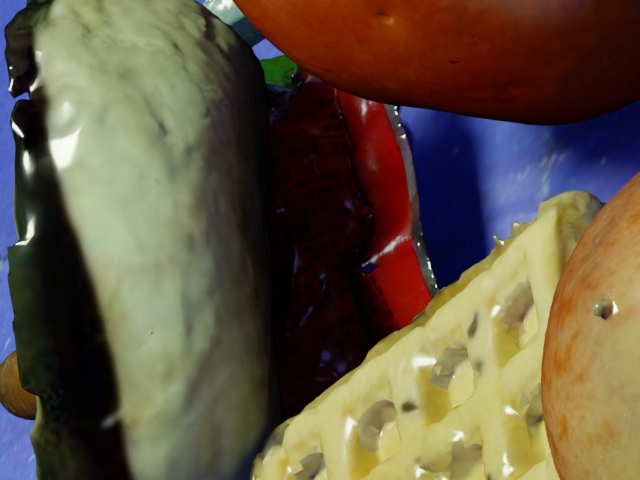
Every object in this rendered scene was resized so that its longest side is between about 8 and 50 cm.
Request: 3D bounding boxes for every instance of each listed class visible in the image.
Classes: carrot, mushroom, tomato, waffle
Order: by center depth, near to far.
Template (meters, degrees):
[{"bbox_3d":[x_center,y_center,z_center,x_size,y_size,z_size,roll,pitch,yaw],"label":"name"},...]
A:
[{"bbox_3d":[0.076,0.193,0.780,0.261,0.114,0.376,-38,39,37],"label":"waffle"},{"bbox_3d":[0.080,-0.220,0.890,0.321,0.321,0.321,-37,39,38],"label":"tomato"},{"bbox_3d":[-0.077,0.019,1.004,0.130,0.247,0.344,-3,85,16],"label":"mushroom"},{"bbox_3d":[-0.151,0.083,1.285,0.248,0.059,0.059,-21,50,47],"label":"carrot"}]

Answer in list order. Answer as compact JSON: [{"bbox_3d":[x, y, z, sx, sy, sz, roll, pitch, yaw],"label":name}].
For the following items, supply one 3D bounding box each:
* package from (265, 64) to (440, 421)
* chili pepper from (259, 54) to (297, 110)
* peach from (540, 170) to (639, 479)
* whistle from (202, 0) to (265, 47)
[{"bbox_3d":[0.000,0.000,1.050,0.194,0.071,0.269,137,131,-55],"label":"package"},{"bbox_3d":[-0.036,-0.071,1.211,0.257,0.074,0.100,-19,55,57],"label":"chili pepper"},{"bbox_3d":[0.186,0.065,0.630,0.232,0.232,0.232,-37,39,38],"label":"peach"},{"bbox_3d":[0.005,-0.211,1.194,0.269,0.093,0.180,-44,-10,8],"label":"whistle"}]
